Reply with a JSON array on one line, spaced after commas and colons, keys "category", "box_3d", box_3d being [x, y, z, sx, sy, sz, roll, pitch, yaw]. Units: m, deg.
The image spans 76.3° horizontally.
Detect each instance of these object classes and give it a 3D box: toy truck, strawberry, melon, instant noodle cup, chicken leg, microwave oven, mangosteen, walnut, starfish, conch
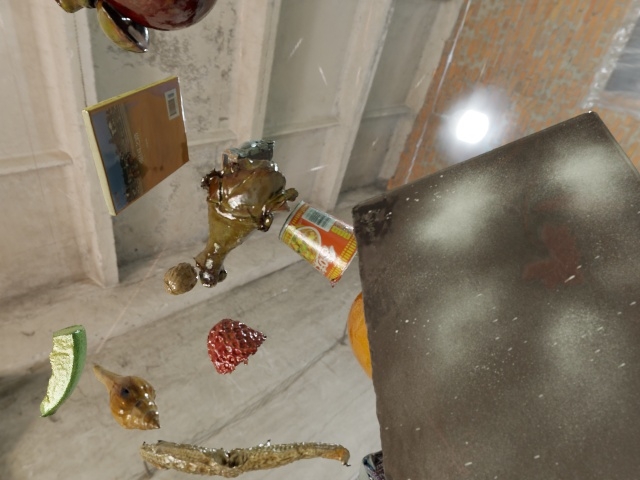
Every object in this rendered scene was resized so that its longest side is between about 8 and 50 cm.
[{"category": "toy truck", "box_3d": [-0.276, -0.323, 1.555, 0.257, 0.140, 0.108, -40, -37, -50]}, {"category": "strawberry", "box_3d": [-0.333, 0.379, 1.526, 0.234, 0.178, 0.234, -38, 2, 1]}, {"category": "melon", "box_3d": [-0.948, 0.484, 1.512, 0.124, 0.196, 0.323, 7, -97, -25]}, {"category": "instant noodle cup", "box_3d": [0.000, 0.000, 1.157, 0.193, 0.212, 0.193, -57, -4, -6]}, {"category": "chicken leg", "box_3d": [-0.232, -0.063, 1.000, 0.361, 0.211, 0.140, -43, -19, 23]}, {"category": "microwave oven", "box_3d": [0.222, 0.174, 0.376, 0.236, 0.432, 0.374, -21, -40, 23]}, {"category": "mangosteen", "box_3d": [-0.204, -0.308, 0.439, 0.200, 0.200, 0.200, -30, -42, -31]}, {"category": "walnut", "box_3d": [-0.372, 0.101, 1.086, 0.079, 0.082, 0.096, -52, 1, 40]}, {"category": "starfish", "box_3d": [-0.187, 0.499, 0.940, 0.432, 0.082, 0.324, 9, -30, -21]}, {"category": "conch", "box_3d": [-0.501, 0.386, 1.040, 0.109, 0.330, 0.093, -44, -38, -31]}]

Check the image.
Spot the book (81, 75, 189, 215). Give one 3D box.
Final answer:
[{"category": "book", "box_3d": [-0.463, -0.266, 1.084, 0.374, 0.028, 0.262, -66, -16, -55]}]

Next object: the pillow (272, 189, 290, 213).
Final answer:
[{"category": "pillow", "box_3d": [-0.187, -0.148, 1.287, 0.171, 0.179, 0.075, -7, -40, -7]}]

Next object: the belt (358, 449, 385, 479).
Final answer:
[{"category": "belt", "box_3d": [0.166, 0.528, 0.755, 0.122, 0.260, 0.325, -20, -37, -15]}]

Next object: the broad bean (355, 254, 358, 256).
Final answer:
[{"category": "broad bean", "box_3d": [0.209, -0.020, 1.393, 0.292, 0.144, 0.049, -28, -62, 5]}]

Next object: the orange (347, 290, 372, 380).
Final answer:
[{"category": "orange", "box_3d": [0.218, 0.224, 1.000, 0.312, 0.312, 0.312, -30, -42, -31]}]
